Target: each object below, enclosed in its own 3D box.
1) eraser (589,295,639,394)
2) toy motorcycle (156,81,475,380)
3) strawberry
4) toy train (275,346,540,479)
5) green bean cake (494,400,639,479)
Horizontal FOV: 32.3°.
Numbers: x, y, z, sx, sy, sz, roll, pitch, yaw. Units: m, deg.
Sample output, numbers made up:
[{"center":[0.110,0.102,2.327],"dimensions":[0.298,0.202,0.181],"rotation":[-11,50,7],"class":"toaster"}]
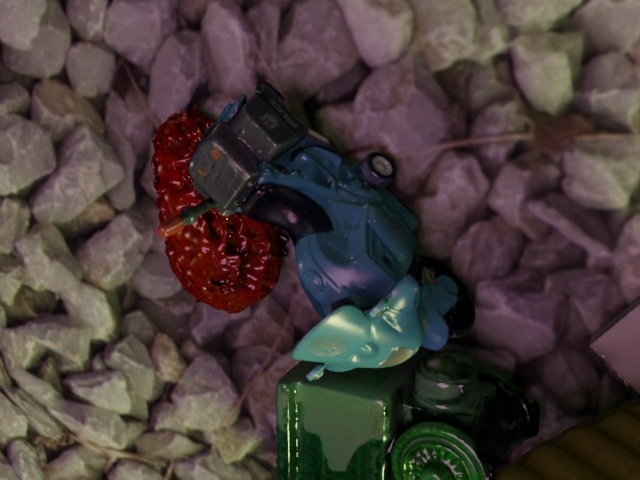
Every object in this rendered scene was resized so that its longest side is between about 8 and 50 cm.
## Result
[{"center":[0.297,0.071,0.855],"dimensions":[0.104,0.023,0.150],"rotation":[45,122,4],"class":"eraser"},{"center":[0.000,0.000,0.882],"dimensions":[0.272,0.182,0.123],"rotation":[45,131,5],"class":"toy motorcycle"},{"center":[-0.108,-0.020,0.985],"dimensions":[0.121,0.082,0.188],"rotation":[-14,106,32],"class":"strawberry"},{"center":[0.074,0.210,0.949],"dimensions":[0.201,0.145,0.266],"rotation":[10,113,26],"class":"toy train"},{"center":[0.212,0.256,0.842],"dimensions":[0.124,0.233,0.236],"rotation":[32,134,46],"class":"green bean cake"}]
